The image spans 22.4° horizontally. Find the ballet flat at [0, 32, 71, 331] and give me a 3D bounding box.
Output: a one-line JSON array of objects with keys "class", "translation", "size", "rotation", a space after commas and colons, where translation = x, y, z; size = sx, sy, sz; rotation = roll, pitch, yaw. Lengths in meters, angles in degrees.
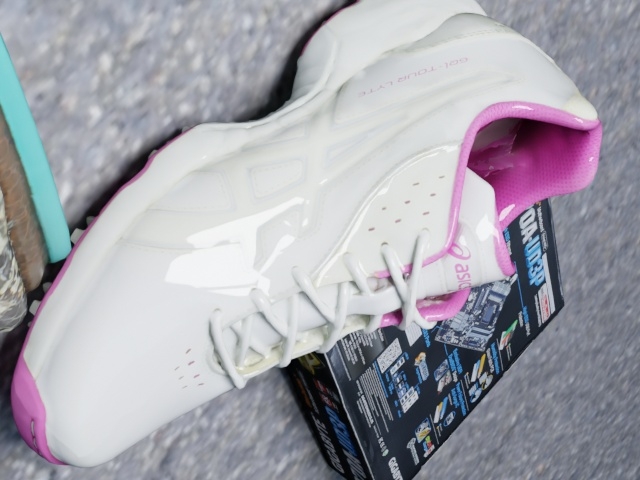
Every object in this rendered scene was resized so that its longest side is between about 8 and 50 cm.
[{"class": "ballet flat", "translation": [-0.172, -0.139, 0.377], "size": [0.182, 0.164, 0.483], "rotation": [-17, 136, -19]}]

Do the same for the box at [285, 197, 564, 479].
[{"class": "box", "translation": [0.058, 0.032, 0.900], "size": [0.175, 0.051, 0.220], "rotation": [-47, 150, -17]}]

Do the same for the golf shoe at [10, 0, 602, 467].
[{"class": "golf shoe", "translation": [0.000, 0.000, 0.722], "size": [0.306, 0.140, 0.115], "rotation": [-44, 147, -18]}]
